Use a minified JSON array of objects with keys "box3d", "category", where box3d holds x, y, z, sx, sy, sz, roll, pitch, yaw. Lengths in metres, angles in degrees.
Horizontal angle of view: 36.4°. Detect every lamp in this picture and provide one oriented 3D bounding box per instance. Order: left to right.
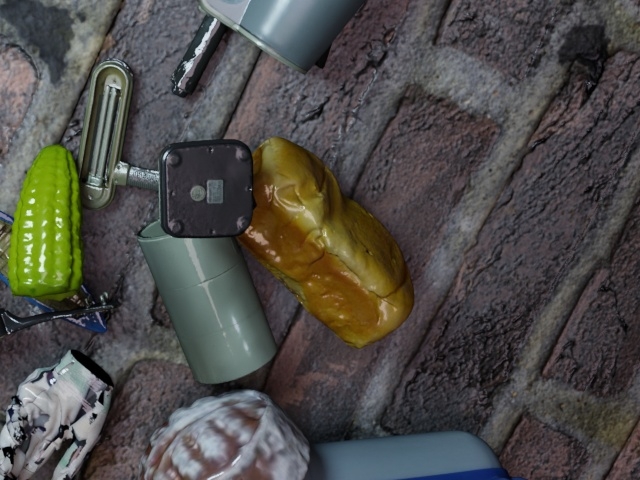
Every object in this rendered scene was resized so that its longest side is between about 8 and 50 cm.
[{"box3d":[-0.195,-0.120,1.221,0.124,0.283,0.203,-8,106,-38],"category":"lamp"}]

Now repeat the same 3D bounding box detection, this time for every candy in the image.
[{"box3d":[-0.347,-0.024,1.251,0.097,0.097,0.209,4,74,-12],"category":"candy"},{"box3d":[-0.135,0.297,1.304,0.214,0.289,0.157,-44,105,-20],"category":"candy"}]

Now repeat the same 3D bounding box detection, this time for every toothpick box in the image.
[{"box3d":[0.127,0.392,1.394,0.354,0.263,0.263,-4,105,-12],"category":"toothpick box"}]

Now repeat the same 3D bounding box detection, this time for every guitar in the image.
[{"box3d":[-0.396,0.107,1.283,0.271,0.084,0.038,-16,105,3],"category":"guitar"}]

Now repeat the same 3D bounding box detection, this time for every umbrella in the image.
[{"box3d":[-0.160,-0.251,1.290,0.036,0.031,0.133,29,97,0],"category":"umbrella"}]

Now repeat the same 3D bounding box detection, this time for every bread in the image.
[{"box3d":[0.000,0.000,1.319,0.132,0.167,0.294,-33,111,23],"category":"bread"}]

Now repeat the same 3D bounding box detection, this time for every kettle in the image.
[{"box3d":[-0.025,-0.353,1.227,0.210,0.160,0.243,29,101,-27],"category":"kettle"}]

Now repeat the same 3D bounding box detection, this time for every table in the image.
[{"box3d":[-0.152,0.070,1.321,0.126,0.126,0.220,-21,107,-6],"category":"table"}]

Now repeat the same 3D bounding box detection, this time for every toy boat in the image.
[{"box3d":[-0.375,0.044,1.311,0.229,0.046,0.080,43,92,-18],"category":"toy boat"}]

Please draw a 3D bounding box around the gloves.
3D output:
[{"box3d":[-0.377,0.260,1.337,0.212,0.111,0.127,-48,132,0],"category":"gloves"}]
